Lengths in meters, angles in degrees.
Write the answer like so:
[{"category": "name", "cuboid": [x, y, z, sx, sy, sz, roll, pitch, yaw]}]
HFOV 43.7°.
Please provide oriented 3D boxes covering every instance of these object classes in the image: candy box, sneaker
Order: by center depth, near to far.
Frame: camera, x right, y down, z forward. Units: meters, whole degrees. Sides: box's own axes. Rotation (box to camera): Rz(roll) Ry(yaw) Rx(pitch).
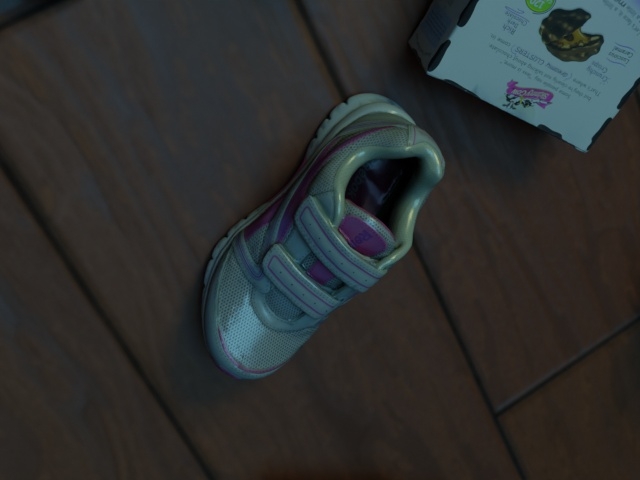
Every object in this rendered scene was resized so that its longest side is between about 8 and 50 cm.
[{"category": "sneaker", "cuboid": [0.000, 0.000, 0.600, 0.103, 0.111, 0.252, 33, 90, -22]}, {"category": "candy box", "cuboid": [0.190, -0.189, 0.609, 0.165, 0.070, 0.196, 21, 118, -23]}]
